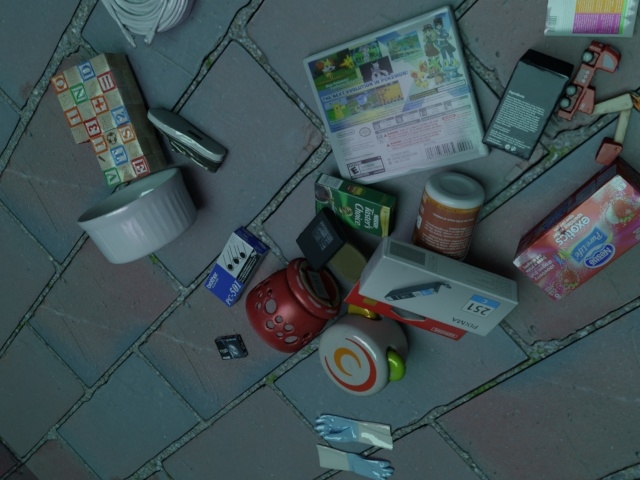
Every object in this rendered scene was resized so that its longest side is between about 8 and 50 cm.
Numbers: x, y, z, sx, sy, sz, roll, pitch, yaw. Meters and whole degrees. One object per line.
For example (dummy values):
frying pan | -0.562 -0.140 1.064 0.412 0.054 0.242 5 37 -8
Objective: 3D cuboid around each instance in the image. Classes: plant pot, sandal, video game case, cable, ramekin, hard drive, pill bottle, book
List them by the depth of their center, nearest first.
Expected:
book | 0.469 -0.402 1.066 0.144 0.035 0.096 10 119 22
video game case | 0.153 -0.281 1.273 0.329 0.036 0.299 -11 107 30
pill bottle | 0.256 -0.023 1.280 0.121 0.121 0.216 21 128 16
cable | -0.388 -0.591 1.362 0.257 0.089 0.257 -33 95 32
hard drive | 0.000 0.000 1.414 0.094 0.022 0.135 58 137 16
sandal | 0.055 0.026 1.441 0.240 0.079 0.088 26 121 41
plant pot | -0.055 0.149 1.484 0.174 0.191 0.191 -39 92 25
ramekin | -0.442 -0.059 1.527 0.277 0.277 0.135 -13 114 30

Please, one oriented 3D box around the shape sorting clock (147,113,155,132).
shape sorting clock | -0.518 -0.280 1.595 0.206 0.040 0.206 11 117 22

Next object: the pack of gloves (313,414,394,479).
pack of gloves | 0.084 0.579 1.692 0.232 0.046 0.194 3 113 25

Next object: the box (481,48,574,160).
box | 0.374 -0.246 1.107 0.093 0.156 0.158 25 121 13

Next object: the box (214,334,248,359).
box | -0.253 0.302 1.744 0.083 0.018 0.067 -11 107 29

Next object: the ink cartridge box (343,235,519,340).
ink cartridge box | 0.222 0.132 1.312 0.297 0.066 0.261 19 138 -7

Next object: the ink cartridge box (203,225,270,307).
ink cartridge box | -0.220 0.071 1.607 0.097 0.046 0.207 39 124 7

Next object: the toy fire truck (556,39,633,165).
toy fire truck | 0.506 -0.246 1.108 0.135 0.047 0.192 26 121 14

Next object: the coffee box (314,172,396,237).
coffee box | 0.076 -0.077 1.375 0.184 0.040 0.113 21 145 16

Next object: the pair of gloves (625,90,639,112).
pair of gloves | 0.588 -0.262 1.084 0.074 0.010 0.083 38 122 9

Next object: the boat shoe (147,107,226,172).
boat shoe | -0.336 -0.242 1.502 0.219 0.078 0.070 35 122 6

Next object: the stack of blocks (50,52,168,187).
stack of blocks | -0.519 -0.288 1.521 0.171 0.087 0.297 -16 100 21

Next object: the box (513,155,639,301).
box | 0.504 -0.019 1.165 0.123 0.128 0.257 43 123 3

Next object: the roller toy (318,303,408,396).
roller toy | 0.104 0.258 1.475 0.209 0.146 0.191 49 131 7
